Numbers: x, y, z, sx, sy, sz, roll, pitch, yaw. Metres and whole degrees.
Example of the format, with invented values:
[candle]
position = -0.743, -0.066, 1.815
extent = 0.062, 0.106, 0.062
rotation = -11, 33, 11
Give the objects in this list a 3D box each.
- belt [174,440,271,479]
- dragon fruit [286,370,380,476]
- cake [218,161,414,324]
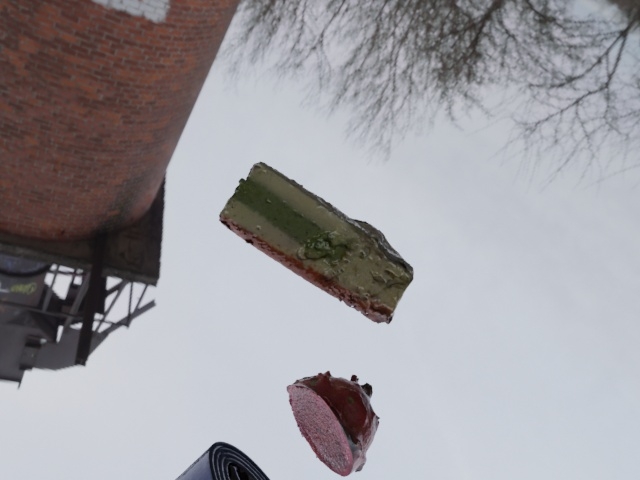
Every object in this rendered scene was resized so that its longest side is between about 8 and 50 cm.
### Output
[belt]
position = -0.130, 0.534, 1.081
extent = 0.347, 0.117, 0.212
rotation = 50, -172, 31
[dragon fruit]
position = 0.039, 0.237, 0.851
extent = 0.111, 0.153, 0.153
rotation = -30, -112, -28
[cake]
position = 0.001, -0.002, 0.695
extent = 0.221, 0.086, 0.117
rotation = 32, -174, -5
